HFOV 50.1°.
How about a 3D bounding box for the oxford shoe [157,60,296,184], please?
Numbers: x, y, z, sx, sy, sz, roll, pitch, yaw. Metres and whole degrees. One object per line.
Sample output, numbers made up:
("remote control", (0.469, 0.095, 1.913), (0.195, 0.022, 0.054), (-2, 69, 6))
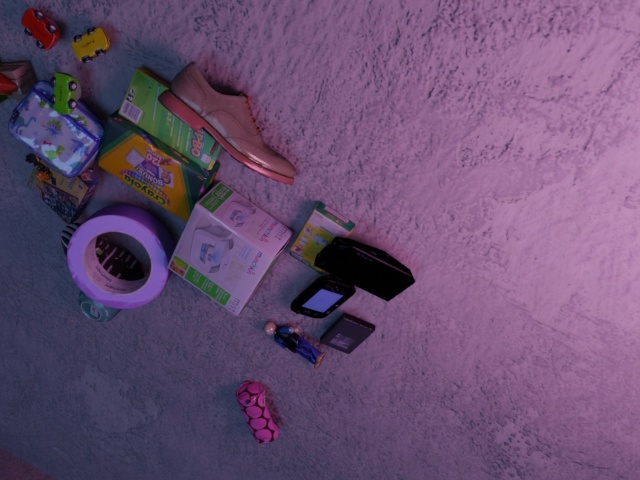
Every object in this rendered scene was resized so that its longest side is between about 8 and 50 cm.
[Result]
("oxford shoe", (-0.176, -0.250, 1.498), (0.348, 0.123, 0.130), (35, 93, -23))

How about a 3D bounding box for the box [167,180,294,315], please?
("box", (-0.230, 0.024, 1.735), (0.231, 0.127, 0.262), (36, 132, 1))

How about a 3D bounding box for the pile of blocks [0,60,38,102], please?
("pile of blocks", (-0.891, -0.425, 1.742), (0.362, 0.112, 0.149), (25, 132, 9))

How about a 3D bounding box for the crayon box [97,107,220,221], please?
("crayon box", (-0.400, -0.188, 1.687), (0.278, 0.081, 0.165), (32, 133, 2))

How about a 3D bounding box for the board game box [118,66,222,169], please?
("board game box", (-0.336, -0.281, 1.593), (0.259, 0.039, 0.124), (34, 116, 4))

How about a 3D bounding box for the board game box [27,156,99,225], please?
("board game box", (-0.705, -0.158, 1.869), (0.165, 0.042, 0.243), (46, 141, -5))

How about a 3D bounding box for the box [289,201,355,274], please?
("box", (0.000, 0.000, 1.650), (0.105, 0.043, 0.179), (33, 131, 0))

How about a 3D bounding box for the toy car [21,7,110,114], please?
("toy car", (-0.593, -0.410, 1.607), (0.239, 0.053, 0.225), (18, 114, 15))

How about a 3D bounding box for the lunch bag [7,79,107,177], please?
("lunch bag", (-0.645, -0.280, 1.703), (0.219, 0.090, 0.176), (41, 98, -7))

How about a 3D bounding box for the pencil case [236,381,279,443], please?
("pencil case", (-0.192, 0.543, 2.144), (0.098, 0.095, 0.209), (-9, 124, 14))

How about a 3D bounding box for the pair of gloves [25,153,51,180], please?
("pair of gloves", (-0.755, -0.195, 1.832), (0.074, 0.010, 0.083), (-5, 121, 42))

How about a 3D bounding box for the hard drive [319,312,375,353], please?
("hard drive", (0.070, 0.246, 1.799), (0.094, 0.022, 0.135), (25, 136, -15))

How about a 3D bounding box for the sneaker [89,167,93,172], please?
("sneaker", (-0.645, -0.209, 1.842), (0.037, 0.032, 0.083), (-38, 100, 19))

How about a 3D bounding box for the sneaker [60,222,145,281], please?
("sneaker", (-0.647, 0.064, 2.021), (0.281, 0.106, 0.162), (44, 150, -13))

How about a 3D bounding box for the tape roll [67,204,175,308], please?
("tape roll", (-0.539, 0.045, 1.865), (0.275, 0.090, 0.274), (1, 111, 3))

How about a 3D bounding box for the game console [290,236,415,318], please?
("game console", (0.055, 0.116, 1.679), (0.213, 0.044, 0.361), (26, 142, -16))

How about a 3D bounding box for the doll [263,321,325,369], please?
("doll", (-0.075, 0.281, 1.904), (0.189, 0.046, 0.129), (31, 143, 12))

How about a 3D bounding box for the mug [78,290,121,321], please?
("mug", (-0.687, 0.177, 2.112), (0.129, 0.097, 0.157), (-15, 117, 35))
